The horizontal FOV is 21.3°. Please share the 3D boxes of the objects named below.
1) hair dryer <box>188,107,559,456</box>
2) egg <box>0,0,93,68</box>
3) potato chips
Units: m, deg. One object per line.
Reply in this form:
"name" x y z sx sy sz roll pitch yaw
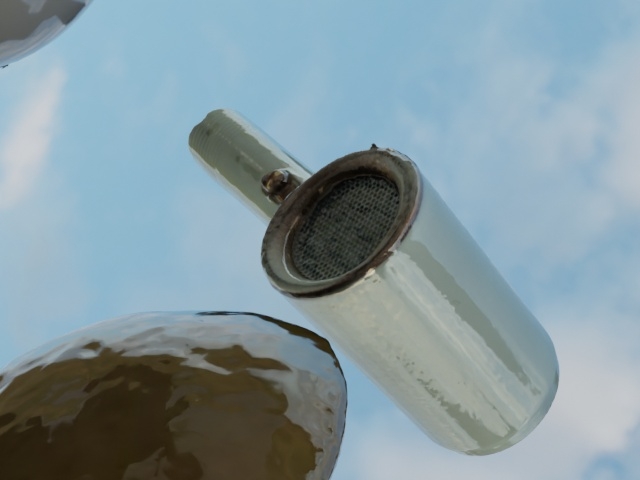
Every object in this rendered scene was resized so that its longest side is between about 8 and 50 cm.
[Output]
"hair dryer" 0.000 0.000 0.758 0.073 0.131 0.236 -47 -143 -6
"egg" -0.138 -0.137 0.593 0.146 0.146 0.198 -41 -138 21
"potato chips" -0.084 0.078 0.554 0.195 0.062 0.208 -15 -156 38
